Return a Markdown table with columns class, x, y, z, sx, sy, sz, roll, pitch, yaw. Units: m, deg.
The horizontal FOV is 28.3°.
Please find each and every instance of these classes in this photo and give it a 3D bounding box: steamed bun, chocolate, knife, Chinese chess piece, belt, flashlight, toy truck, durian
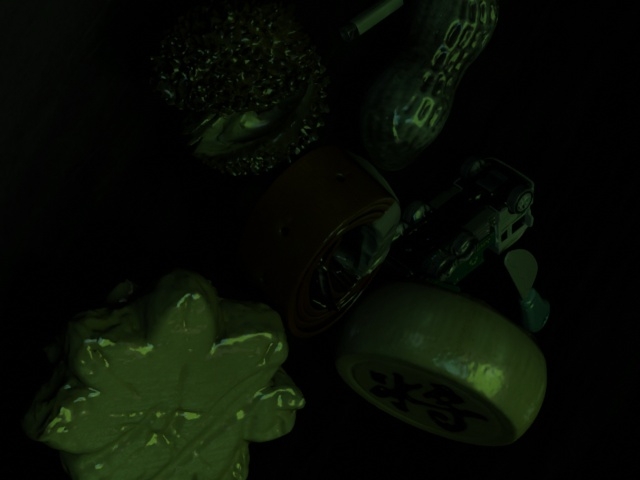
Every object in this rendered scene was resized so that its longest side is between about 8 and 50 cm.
| class | x | y | z | sx | sy | sz | roll | pitch | yaw |
| --- | --- | --- | --- | --- | --- | --- | --- | --- | --- |
| steamed bun | -0.171 | 0.141 | 1.324 | 0.295 | 0.137 | 0.292 | -10 | 127 | -19 |
| chocolate | 0.117 | -0.196 | 1.434 | 0.110 | 0.110 | 0.248 | 27 | 88 | -44 |
| knife | 0.275 | 0.058 | 1.691 | 0.058 | 0.032 | 0.244 | -54 | 151 | -14 |
| Chinese chess piece | 0.142 | 0.148 | 1.512 | 0.257 | 0.257 | 0.104 | 47 | 60 | -43 |
| belt | 0.000 | 0.000 | 1.359 | 0.184 | 0.105 | 0.261 | -45 | 161 | -10 |
| flashlight | 0.057 | -0.250 | 1.418 | 0.083 | 0.018 | 0.018 | -38 | 131 | -21 |
| toy truck | 0.166 | -0.003 | 1.572 | 0.216 | 0.110 | 0.116 | -37 | 142 | -23 |
| durian | -0.073 | -0.167 | 1.272 | 0.196 | 0.167 | 0.196 | -50 | 152 | -39 |
